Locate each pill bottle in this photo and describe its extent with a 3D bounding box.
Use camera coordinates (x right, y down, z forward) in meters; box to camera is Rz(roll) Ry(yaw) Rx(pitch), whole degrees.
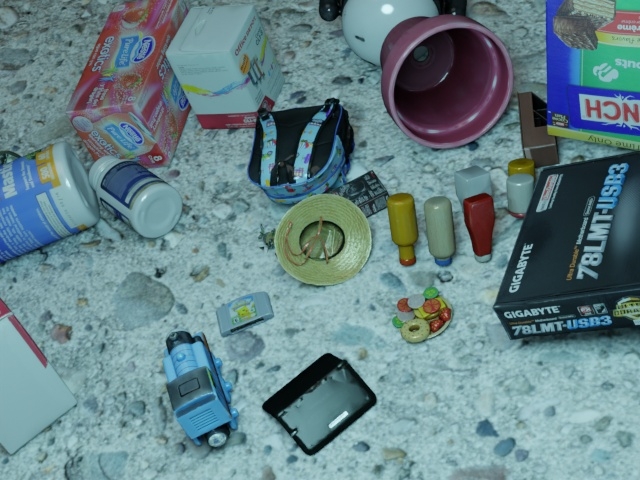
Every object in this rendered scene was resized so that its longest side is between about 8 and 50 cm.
[{"bbox_3d":[-0.520,-0.049,1.977,0.272,0.152,0.152,-22,44,2],"label":"pill bottle"},{"bbox_3d":[-0.310,-0.078,1.954,0.094,0.094,0.169,-42,47,-17],"label":"pill bottle"}]

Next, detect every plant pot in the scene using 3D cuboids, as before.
[{"bbox_3d":[0.179,-0.267,1.866,0.201,0.201,0.180,-26,28,-2],"label":"plant pot"}]

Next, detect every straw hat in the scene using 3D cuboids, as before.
[{"bbox_3d":[0.000,0.000,1.766,0.144,0.144,0.061,-33,2,-8],"label":"straw hat"}]

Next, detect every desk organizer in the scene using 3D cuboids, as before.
[{"bbox_3d":[0.329,-0.170,1.798,0.050,0.047,0.130,-8,46,13],"label":"desk organizer"}]

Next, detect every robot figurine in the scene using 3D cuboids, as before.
[{"bbox_3d":[0.124,-0.420,2.038,0.209,0.173,0.278,-27,38,32],"label":"robot figurine"}]

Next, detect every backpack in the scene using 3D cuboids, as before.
[{"bbox_3d":[-0.031,-0.124,1.860,0.158,0.117,0.173,-6,46,18],"label":"backpack"}]

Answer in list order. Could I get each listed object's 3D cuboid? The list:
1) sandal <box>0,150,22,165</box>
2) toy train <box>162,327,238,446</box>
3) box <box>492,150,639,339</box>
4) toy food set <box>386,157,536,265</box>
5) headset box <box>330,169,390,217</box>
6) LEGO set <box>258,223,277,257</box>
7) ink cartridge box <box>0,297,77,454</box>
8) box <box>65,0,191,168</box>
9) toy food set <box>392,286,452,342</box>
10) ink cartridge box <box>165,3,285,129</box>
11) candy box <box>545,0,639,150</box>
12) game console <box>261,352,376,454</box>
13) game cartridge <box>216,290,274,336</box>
[{"bbox_3d":[-0.642,-0.054,2.084,0.303,0.120,0.086,-29,16,-7],"label":"sandal"},{"bbox_3d":[-0.169,0.196,1.626,0.080,0.105,0.184,-24,44,0],"label":"toy train"},{"bbox_3d":[0.397,-0.007,1.528,0.293,0.073,0.295,-8,36,33],"label":"box"},{"bbox_3d":[0.219,-0.033,1.704,0.232,0.104,0.111,-18,27,-19],"label":"toy food set"},{"bbox_3d":[0.059,-0.063,1.824,0.083,0.032,0.062,-29,43,-3],"label":"headset box"},{"bbox_3d":[-0.067,0.006,1.826,0.054,0.023,0.083,-24,57,4],"label":"LEGO set"},{"bbox_3d":[-0.515,0.135,1.749,0.131,0.226,0.306,-37,46,-13],"label":"ink cartridge box"},{"bbox_3d":[-0.317,-0.279,2.108,0.142,0.154,0.300,-4,46,20],"label":"box"},{"bbox_3d":[0.140,0.103,1.640,0.083,0.020,0.082,-28,44,-3],"label":"toy food set"},{"bbox_3d":[-0.161,-0.298,2.038,0.127,0.176,0.128,1,50,25],"label":"ink cartridge box"},{"bbox_3d":[0.447,-0.270,1.620,0.268,0.317,0.122,12,52,21],"label":"candy box"},{"bbox_3d":[-0.002,0.218,1.600,0.122,0.071,0.107,-38,75,-13],"label":"game console"},{"bbox_3d":[-0.113,0.106,1.751,0.083,0.017,0.056,-22,40,2],"label":"game cartridge"}]
